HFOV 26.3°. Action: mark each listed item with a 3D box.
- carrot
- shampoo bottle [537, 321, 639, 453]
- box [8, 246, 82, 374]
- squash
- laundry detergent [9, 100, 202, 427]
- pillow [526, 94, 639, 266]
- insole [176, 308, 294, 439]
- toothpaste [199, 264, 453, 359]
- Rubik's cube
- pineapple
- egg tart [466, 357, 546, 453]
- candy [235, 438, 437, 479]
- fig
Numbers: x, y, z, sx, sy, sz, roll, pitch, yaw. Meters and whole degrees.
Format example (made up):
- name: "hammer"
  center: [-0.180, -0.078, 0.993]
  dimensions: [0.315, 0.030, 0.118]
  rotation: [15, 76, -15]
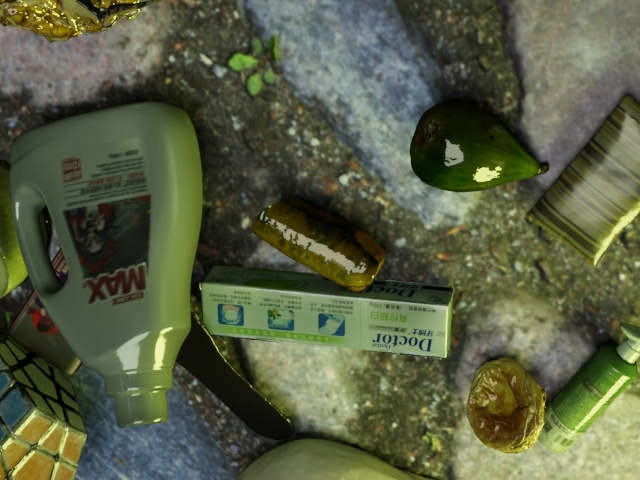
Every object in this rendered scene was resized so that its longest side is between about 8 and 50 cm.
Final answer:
- name: "carrot"
  center: [0.000, 0.000, 1.788]
  dimensions: [0.173, 0.082, 0.082]
  rotation: [31, 118, 1]
- name: "shampoo bottle"
  center: [0.358, 0.190, 1.795]
  dimensions: [0.065, 0.065, 0.204]
  rotation: [35, 118, -3]
- name: "box"
  center: [-0.335, 0.075, 1.912]
  dimensions: [0.120, 0.069, 0.224]
  rotation: [34, 118, -4]
- name: "squash"
  center: [-0.494, -0.002, 1.890]
  dimensions: [0.220, 0.133, 0.220]
  rotation: [8, 121, 14]
- name: "laundry detergent"
  center: [-0.265, 0.039, 1.751]
  dimensions: [0.264, 0.125, 0.398]
  rotation: [-10, 82, 17]
- name: "pillow"
  center: [0.357, -0.072, 1.688]
  dimensions: [0.113, 0.038, 0.203]
  rotation: [37, 117, -1]
- name: "insole"
  center: [-0.158, 0.164, 1.893]
  dimensions: [0.119, 0.009, 0.348]
  rotation: [-18, 123, 45]
- name: "toothpaste"
  center: [0.008, 0.095, 1.836]
  dimensions: [0.336, 0.067, 0.081]
  rotation: [5, 114, 12]
- name: "Rubik's cube"
  center: [-0.486, 0.281, 1.924]
  dimensions: [0.319, 0.319, 0.264]
  rotation: [18, 152, 5]
- name: "pineapple"
  center: [-0.333, -0.299, 1.680]
  dimensions: [0.334, 0.158, 0.161]
  rotation: [5, 133, 4]
- name: "egg tart"
  center: [0.254, 0.219, 1.822]
  dimensions: [0.130, 0.052, 0.130]
  rotation: [-4, 84, 45]
- name: "candy"
  center: [0.050, 0.494, 1.952]
  dimensions: [0.427, 0.186, 0.386]
  rotation: [17, 113, 1]
- name: "fig"
  center: [0.200, -0.104, 1.682]
  dimensions: [0.177, 0.117, 0.117]
  rotation: [18, 118, -6]
